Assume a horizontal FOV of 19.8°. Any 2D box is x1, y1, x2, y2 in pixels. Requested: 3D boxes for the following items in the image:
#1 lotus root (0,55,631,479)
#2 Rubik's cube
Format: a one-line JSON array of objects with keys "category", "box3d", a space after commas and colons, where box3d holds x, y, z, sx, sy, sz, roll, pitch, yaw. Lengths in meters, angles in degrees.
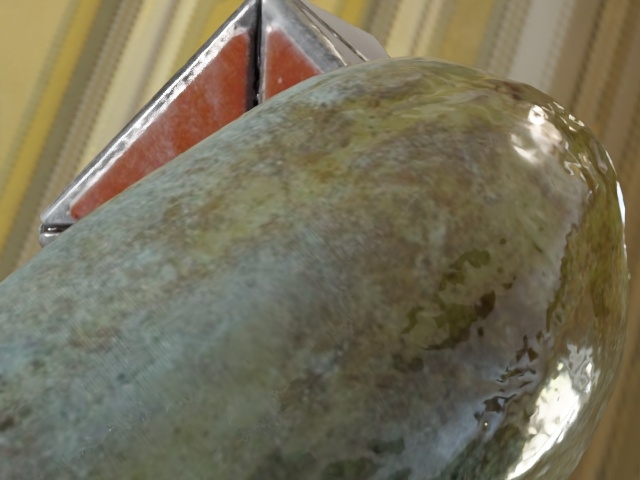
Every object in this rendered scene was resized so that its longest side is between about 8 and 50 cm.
[{"category": "lotus root", "box3d": [-0.047, 0.068, 0.475, 0.322, 0.158, 0.140, -34, -90, -27]}, {"category": "Rubik's cube", "box3d": [0.000, 0.000, 1.338, 0.255, 0.259, 0.260, 49, -164, 15]}]
